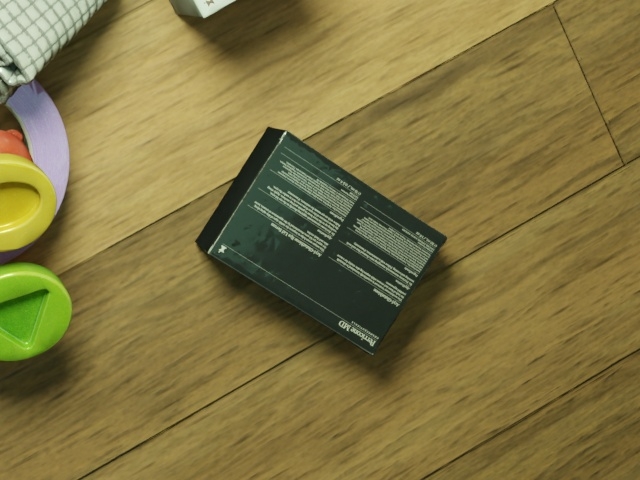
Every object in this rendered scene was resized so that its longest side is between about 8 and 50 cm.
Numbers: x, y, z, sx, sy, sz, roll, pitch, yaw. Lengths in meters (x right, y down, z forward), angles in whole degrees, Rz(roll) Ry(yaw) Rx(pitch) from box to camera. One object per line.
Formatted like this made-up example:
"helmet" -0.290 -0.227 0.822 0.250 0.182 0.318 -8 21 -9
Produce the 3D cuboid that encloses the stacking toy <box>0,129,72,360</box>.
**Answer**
"stacking toy" -0.444 0.020 1.715 0.309 0.130 0.279 -20 130 -8

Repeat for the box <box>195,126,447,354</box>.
"box" 0.000 0.000 1.896 0.261 0.103 0.184 33 87 -18

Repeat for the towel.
"towel" -0.392 -0.327 1.681 0.284 0.121 0.235 48 48 -17

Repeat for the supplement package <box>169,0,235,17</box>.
"supplement package" -0.136 -0.383 1.744 0.149 0.203 0.194 -29 106 -8

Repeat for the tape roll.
"tape roll" -0.443 -0.100 1.770 0.274 0.090 0.275 -2 99 -15
